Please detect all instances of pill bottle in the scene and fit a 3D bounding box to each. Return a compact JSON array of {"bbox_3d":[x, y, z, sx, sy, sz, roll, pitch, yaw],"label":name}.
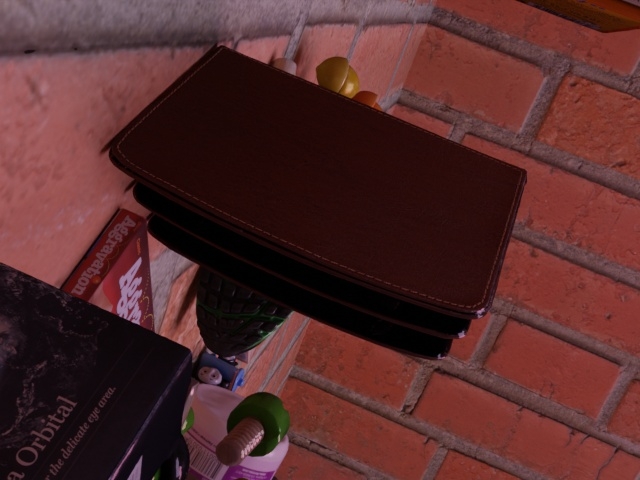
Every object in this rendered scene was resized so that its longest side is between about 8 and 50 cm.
[{"bbox_3d":[-0.185,0.369,1.090,0.301,0.169,0.169,-60,174,4],"label":"pill bottle"}]

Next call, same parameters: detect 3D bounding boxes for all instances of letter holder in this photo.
[{"bbox_3d":[-0.008,-0.007,0.658,0.214,0.302,0.152,-59,171,-49],"label":"letter holder"}]

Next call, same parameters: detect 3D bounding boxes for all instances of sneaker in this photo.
[{"bbox_3d":[-0.063,0.019,1.073,0.146,0.134,0.343,105,9,-56],"label":"sneaker"}]

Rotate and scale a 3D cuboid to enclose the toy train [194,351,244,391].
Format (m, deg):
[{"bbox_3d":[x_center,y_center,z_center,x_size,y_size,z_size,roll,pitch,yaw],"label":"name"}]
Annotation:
[{"bbox_3d":[-0.181,0.262,1.225,0.184,0.080,0.105,-69,168,20],"label":"toy train"}]

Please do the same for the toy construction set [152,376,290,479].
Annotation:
[{"bbox_3d":[-0.120,0.238,0.593,0.237,0.258,0.308,-32,120,-72],"label":"toy construction set"}]

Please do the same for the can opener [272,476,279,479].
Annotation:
[{"bbox_3d":[-0.144,0.377,1.267,0.076,0.283,0.095,-39,121,-21],"label":"can opener"}]

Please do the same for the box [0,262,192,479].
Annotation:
[{"bbox_3d":[-0.166,0.098,0.352,0.093,0.158,0.156,108,8,-46],"label":"box"}]

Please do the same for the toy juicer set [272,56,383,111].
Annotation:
[{"bbox_3d":[0.025,-0.137,0.975,0.329,0.090,0.209,4,85,-62],"label":"toy juicer set"}]

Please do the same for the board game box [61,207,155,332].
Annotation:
[{"bbox_3d":[-0.200,0.106,0.715,0.281,0.027,0.145,104,10,-56],"label":"board game box"}]

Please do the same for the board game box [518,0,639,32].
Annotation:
[{"bbox_3d":[0.222,-0.442,0.775,0.356,0.357,0.356,-50,162,-71],"label":"board game box"}]

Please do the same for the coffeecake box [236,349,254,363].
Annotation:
[{"bbox_3d":[-0.106,0.084,1.249,0.142,0.068,0.185,101,13,-62],"label":"coffeecake box"}]
